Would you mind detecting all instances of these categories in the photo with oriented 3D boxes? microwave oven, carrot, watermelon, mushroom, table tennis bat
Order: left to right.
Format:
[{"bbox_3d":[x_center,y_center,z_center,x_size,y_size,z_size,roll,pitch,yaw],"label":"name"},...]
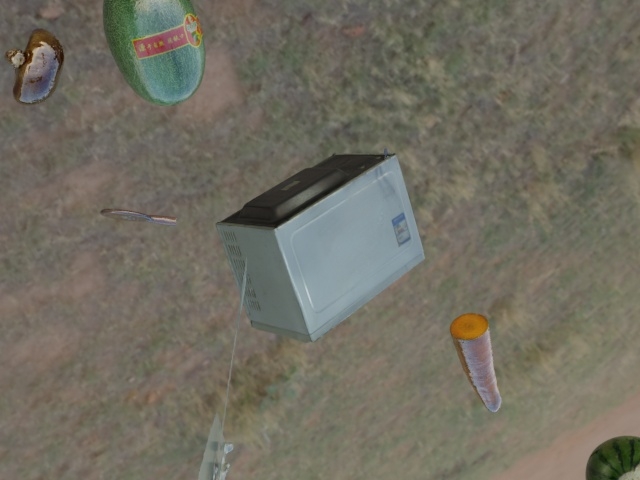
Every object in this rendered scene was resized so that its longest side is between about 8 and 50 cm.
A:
[{"bbox_3d":[-0.460,-0.277,1.392,0.087,0.127,0.127,20,127,-16],"label":"mushroom"},{"bbox_3d":[-0.405,-0.102,1.965,0.169,0.119,0.107,7,173,-12],"label":"table tennis bat"},{"bbox_3d":[0.000,0.000,1.022,0.205,0.129,0.163,-32,114,-36],"label":"microwave oven"},{"bbox_3d":[0.256,0.205,1.381,0.061,0.061,0.210,-32,129,-12],"label":"carrot"},{"bbox_3d":[0.362,0.278,1.016,0.109,0.109,0.109,-29,153,-17],"label":"watermelon"}]

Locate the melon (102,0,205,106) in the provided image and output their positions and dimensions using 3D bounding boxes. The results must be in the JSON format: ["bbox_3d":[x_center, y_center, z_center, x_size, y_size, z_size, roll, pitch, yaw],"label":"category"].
[{"bbox_3d":[-0.320,-0.399,1.667,0.182,0.182,0.288,-29,119,-17],"label":"melon"}]

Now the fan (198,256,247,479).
[{"bbox_3d":[-0.070,0.166,0.611,0.012,0.415,0.233,6,138,-2],"label":"fan"}]
